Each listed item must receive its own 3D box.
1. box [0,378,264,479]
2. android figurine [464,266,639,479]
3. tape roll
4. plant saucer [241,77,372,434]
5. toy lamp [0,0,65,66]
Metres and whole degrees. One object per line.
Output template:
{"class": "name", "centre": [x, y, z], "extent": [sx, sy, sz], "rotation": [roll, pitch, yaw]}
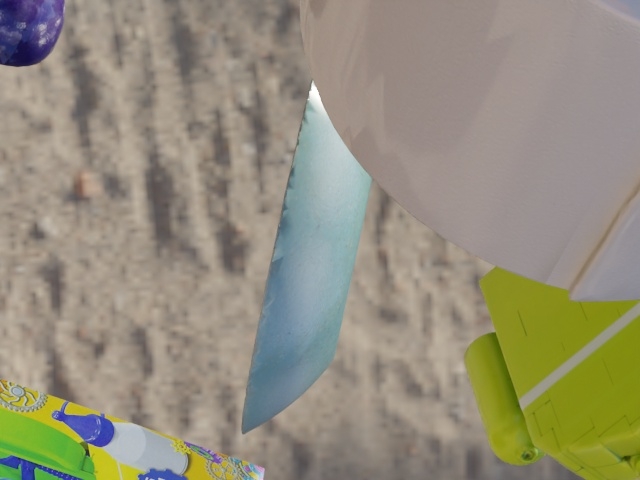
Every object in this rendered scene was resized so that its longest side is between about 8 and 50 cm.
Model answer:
{"class": "box", "centre": [-0.205, 0.246, 1.163], "extent": [0.290, 0.279, 0.177], "rotation": [-82, -166, -55]}
{"class": "android figurine", "centre": [0.188, 0.038, 1.167], "extent": [0.056, 0.248, 0.273], "rotation": [35, 23, -32]}
{"class": "tape roll", "centre": [0.126, -0.123, 0.738], "extent": [0.169, 0.246, 0.246], "rotation": [113, 0, -58]}
{"class": "plant saucer", "centre": [0.000, 0.000, 0.919], "extent": [0.195, 0.037, 0.195], "rotation": [11, 90, -88]}
{"class": "toy lamp", "centre": [-0.066, -0.182, 0.750], "extent": [0.080, 0.275, 0.080], "rotation": [29, 36, -24]}
